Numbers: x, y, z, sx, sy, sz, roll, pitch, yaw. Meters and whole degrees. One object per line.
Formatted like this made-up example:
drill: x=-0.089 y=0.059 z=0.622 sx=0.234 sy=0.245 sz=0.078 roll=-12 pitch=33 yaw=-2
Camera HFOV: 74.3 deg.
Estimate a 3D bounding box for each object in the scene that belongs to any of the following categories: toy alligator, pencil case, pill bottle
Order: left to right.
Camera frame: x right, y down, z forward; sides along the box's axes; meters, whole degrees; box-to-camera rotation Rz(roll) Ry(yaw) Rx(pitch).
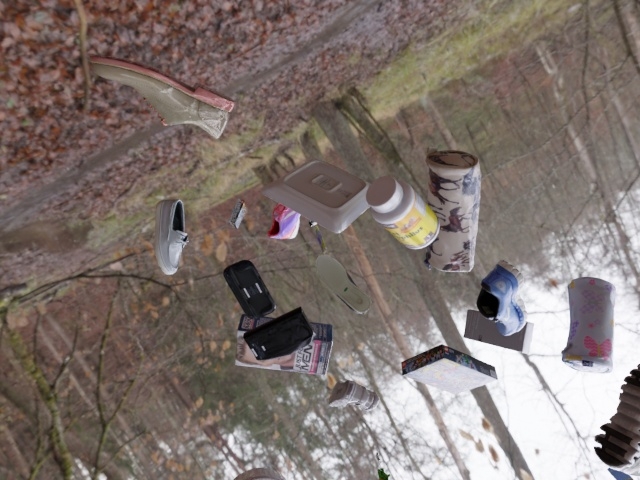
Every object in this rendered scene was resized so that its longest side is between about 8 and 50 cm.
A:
toy alligator: x=0.230 y=0.848 z=1.487 sx=0.051 sy=0.056 sz=0.190 roll=-12 pitch=-126 yaw=15
pill bottle: x=0.204 y=-0.070 z=1.056 sx=0.117 sy=0.215 sz=0.117 roll=-22 pitch=-128 yaw=31
pencil case: x=0.415 y=-0.095 z=1.364 sx=0.159 sy=0.411 sz=0.183 roll=-31 pitch=-142 yaw=-32
pencil case: x=0.774 y=0.242 z=1.217 sx=0.124 sy=0.113 sz=0.273 roll=-1 pitch=-121 yaw=40

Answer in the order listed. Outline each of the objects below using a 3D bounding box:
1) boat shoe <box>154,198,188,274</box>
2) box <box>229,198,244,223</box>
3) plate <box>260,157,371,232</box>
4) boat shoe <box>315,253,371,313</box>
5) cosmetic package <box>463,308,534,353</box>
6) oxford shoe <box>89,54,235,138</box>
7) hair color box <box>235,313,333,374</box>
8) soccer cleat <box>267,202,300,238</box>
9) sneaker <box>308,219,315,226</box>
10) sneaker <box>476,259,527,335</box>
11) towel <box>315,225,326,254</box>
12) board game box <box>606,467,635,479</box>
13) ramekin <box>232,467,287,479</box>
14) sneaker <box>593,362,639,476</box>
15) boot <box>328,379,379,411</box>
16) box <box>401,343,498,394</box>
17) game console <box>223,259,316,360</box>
boat shoe: x=-0.436 y=-0.015 z=1.251 sx=0.081 sy=0.228 sz=0.079 roll=-9 pitch=171 yaw=17
box: x=-0.319 y=-0.101 z=1.633 sx=0.137 sy=0.027 sz=0.094 roll=133 pitch=-23 yaw=-80
plate: x=0.013 y=-0.156 z=1.256 sx=0.277 sy=0.278 sz=0.045 roll=-40 pitch=152 yaw=-44
boat shoe: x=0.067 y=0.144 z=1.367 sx=0.084 sy=0.233 sz=0.079 roll=-41 pitch=169 yaw=-8
cosmetic package: x=0.712 y=0.362 z=1.691 sx=0.237 sy=0.127 sz=0.107 roll=4 pitch=169 yaw=45
oxford shoe: x=-0.399 y=-0.357 z=1.062 sx=0.123 sy=0.348 sz=0.130 roll=-114 pitch=-136 yaw=-64
hair color box: x=-0.136 y=0.391 z=1.582 sx=0.347 sy=0.174 sz=0.105 roll=8 pitch=-153 yaw=-3
soccer cleat: x=-0.132 y=-0.134 z=1.700 sx=0.116 sy=0.109 sz=0.318 roll=-8 pitch=133 yaw=-31
sneaker: x=-0.018 y=-0.085 z=1.685 sx=0.043 sy=0.040 sz=0.109 roll=-39 pitch=173 yaw=-25
sneaker: x=0.585 y=0.213 z=1.405 sx=0.147 sy=0.330 sz=0.130 roll=-32 pitch=-142 yaw=-6
towel: x=0.000 y=0.000 z=1.283 sx=0.009 sy=0.083 sz=0.060 roll=-18 pitch=162 yaw=-8
board game box: x=0.830 y=0.684 z=1.042 sx=0.039 sy=0.211 sz=0.160 roll=-38 pitch=176 yaw=8
ramekin: x=-0.187 y=0.826 z=1.275 sx=0.272 sy=0.273 sz=0.127 roll=-30 pitch=-177 yaw=-11
sneaker: x=0.737 y=0.390 z=0.944 sx=0.292 sy=0.118 sz=0.110 roll=-58 pitch=-170 yaw=1
boot: x=0.111 y=0.539 z=1.434 sx=0.095 sy=0.123 sz=0.258 roll=-64 pitch=-179 yaw=-22
box: x=0.374 y=0.379 z=1.229 sx=0.159 sy=0.233 sz=0.044 roll=-39 pitch=-145 yaw=39
game console: x=-0.176 y=0.221 z=1.360 sx=0.213 sy=0.361 sz=0.044 roll=-25 pitch=-164 yaw=4
